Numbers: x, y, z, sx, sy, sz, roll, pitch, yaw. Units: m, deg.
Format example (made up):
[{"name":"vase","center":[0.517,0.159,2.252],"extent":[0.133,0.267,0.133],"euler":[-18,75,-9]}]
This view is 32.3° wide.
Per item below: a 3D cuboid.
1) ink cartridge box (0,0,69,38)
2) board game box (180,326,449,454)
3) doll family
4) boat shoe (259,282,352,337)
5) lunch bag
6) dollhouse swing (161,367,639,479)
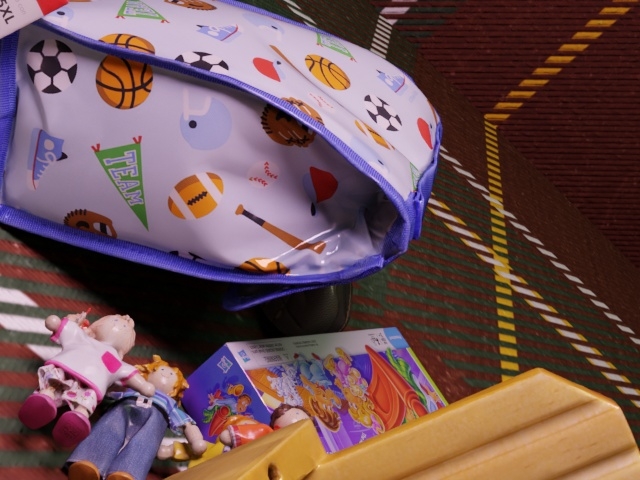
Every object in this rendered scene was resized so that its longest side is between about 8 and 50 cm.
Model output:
[{"name":"ink cartridge box","center":[-0.293,-0.221,0.861],"extent":[0.078,0.231,0.134],"euler":[40,-22,51]},{"name":"board game box","center":[0.037,0.209,1.117],"extent":[0.233,0.078,0.347],"euler":[56,24,19]},{"name":"doll family","center":[-0.123,0.162,0.900],"extent":[0.263,0.118,0.163],"euler":[28,30,0]},{"name":"boat shoe","center":[0.000,0.000,1.327],"extent":[0.130,0.132,0.355],"euler":[34,27,-29]},{"name":"lunch bag","center":[-0.077,-0.097,1.081],"extent":[0.385,0.239,0.328],"euler":[14,24,5]},{"name":"dollhouse swing","center":[0.062,0.279,0.635],"extent":[0.347,0.305,0.315],"euler":[67,20,0]}]
